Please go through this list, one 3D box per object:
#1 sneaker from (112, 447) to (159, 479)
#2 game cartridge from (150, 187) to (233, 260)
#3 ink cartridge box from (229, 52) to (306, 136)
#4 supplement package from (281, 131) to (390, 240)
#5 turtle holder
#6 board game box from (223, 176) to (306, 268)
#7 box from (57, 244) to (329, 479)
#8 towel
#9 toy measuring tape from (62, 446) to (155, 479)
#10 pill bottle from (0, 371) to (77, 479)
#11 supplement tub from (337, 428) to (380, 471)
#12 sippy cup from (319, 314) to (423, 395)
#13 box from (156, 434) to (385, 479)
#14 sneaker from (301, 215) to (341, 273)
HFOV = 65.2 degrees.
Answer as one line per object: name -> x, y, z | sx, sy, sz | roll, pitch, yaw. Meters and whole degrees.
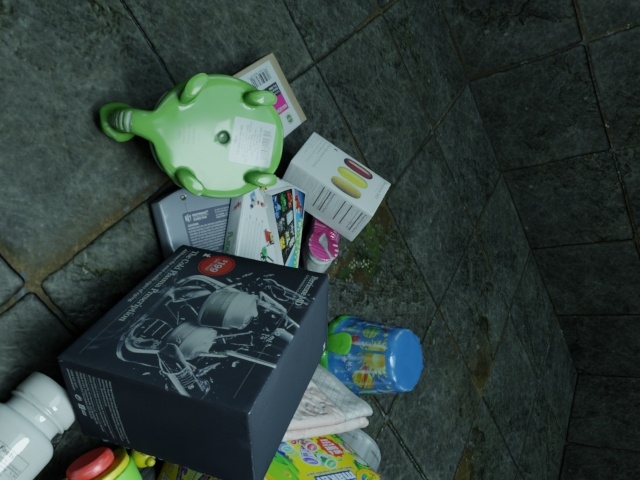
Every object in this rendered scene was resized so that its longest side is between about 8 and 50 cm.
sneaker -> -0.395, 0.456, 0.834 | 0.295, 0.104, 0.147 | -25, 101, -54
game cartridge -> -0.235, -0.040, 1.129 | 0.294, 0.060, 0.196 | -18, 101, -49
ink cartridge box -> -0.162, -0.324, 1.231 | 0.235, 0.088, 0.193 | -51, 120, -41
supplement package -> 0.034, -0.139, 1.307 | 0.244, 0.134, 0.139 | 33, 53, -2
turtle holder -> -0.245, -0.198, 1.008 | 0.320, 0.227, 0.244 | -25, 112, -19
board game box -> -0.129, 0.000, 1.164 | 0.192, 0.053, 0.306 | 22, 68, -44
box -> -0.181, 0.185, 0.854 | 0.343, 0.312, 0.179 | -57, 154, -55
towel -> -0.091, 0.285, 1.048 | 0.316, 0.331, 0.054 | 16, 102, -47
toy measuring tape -> -0.373, 0.403, 0.722 | 0.330, 0.121, 0.122 | -29, 106, -46
pill bottle -> -0.477, 0.314, 0.734 | 0.229, 0.131, 0.131 | -53, 122, -40
supplement tub -> 0.003, 0.606, 1.189 | 0.194, 0.193, 0.316 | 57, 47, -26
sippy cup -> 0.150, 0.324, 1.379 | 0.305, 0.224, 0.240 | -19, 98, -48
box -> -0.083, 0.442, 0.904 | 0.289, 0.279, 0.177 | 20, 98, -47
sneaker -> 0.000, 0.000, 1.365 | 0.102, 0.111, 0.252 | 26, 38, -3
